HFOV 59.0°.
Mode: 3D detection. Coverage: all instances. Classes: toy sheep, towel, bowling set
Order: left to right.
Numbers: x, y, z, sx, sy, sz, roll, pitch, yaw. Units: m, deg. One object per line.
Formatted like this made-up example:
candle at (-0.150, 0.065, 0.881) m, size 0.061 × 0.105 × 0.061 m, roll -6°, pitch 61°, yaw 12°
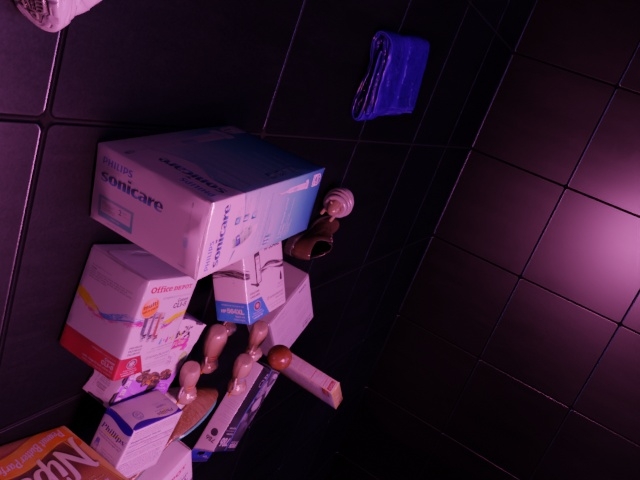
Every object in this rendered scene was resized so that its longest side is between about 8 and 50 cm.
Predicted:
bowling set at (-0.175, 0.265, 1.229) m, size 0.287 × 0.200 × 0.154 m, roll -59°, pitch 173°, yaw -47°
toy sheep at (0.050, -0.104, 1.553) m, size 0.132 × 0.091 × 0.091 m, roll -57°, pitch 163°, yaw -56°
towel at (0.202, -0.434, 1.513) m, size 0.308 × 0.076 × 0.227 m, roll -27°, pitch 140°, yaw -57°

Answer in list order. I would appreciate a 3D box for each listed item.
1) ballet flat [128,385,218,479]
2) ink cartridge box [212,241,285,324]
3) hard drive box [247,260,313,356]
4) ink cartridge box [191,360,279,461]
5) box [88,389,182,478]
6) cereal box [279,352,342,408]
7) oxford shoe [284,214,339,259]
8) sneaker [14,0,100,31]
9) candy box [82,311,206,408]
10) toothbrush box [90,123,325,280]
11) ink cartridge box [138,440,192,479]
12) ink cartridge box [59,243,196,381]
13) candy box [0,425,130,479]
ballet flat at (-0.356, 0.386, 1.178) m, size 0.342 × 0.116 × 0.124 m, roll -39°, pitch 117°, yaw -39°
ink cartridge box at (-0.149, 0.051, 1.171) m, size 0.148 × 0.086 × 0.203 m, roll -27°, pitch 118°, yaw -58°
hard drive box at (-0.109, 0.197, 1.535) m, size 0.181 × 0.089 × 0.232 m, roll -51°, pitch 157°, yaw -29°
ink cartridge box at (-0.247, 0.502, 1.624) m, size 0.332 × 0.065 × 0.165 m, roll -58°, pitch 159°, yaw -9°
box at (-0.340, 0.356, 1.024) m, size 0.137 × 0.072 × 0.126 m, roll -61°, pitch 158°, yaw 14°
cereal box at (-0.045, 0.417, 1.740) m, size 0.047 × 0.240 × 0.173 m, roll -53°, pitch 158°, yaw -23°
oxford shoe at (0.000, 0.000, 1.544) m, size 0.227 × 0.096 × 0.083 m, roll -40°, pitch 148°, yaw -49°
sneaker at (-0.261, -0.335, 0.558) m, size 0.115 × 0.090 × 0.232 m, roll -52°, pitch 167°, yaw -43°
candy box at (-0.326, 0.217, 1.074) m, size 0.196 × 0.070 × 0.165 m, roll -59°, pitch 159°, yaw -7°
toothbrush box at (-0.166, -0.078, 0.887) m, size 0.295 × 0.216 × 0.126 m, roll -28°, pitch 140°, yaw -58°
ink cartridge box at (-0.405, 0.595, 1.269) m, size 0.223 × 0.129 × 0.307 m, roll -42°, pitch 151°, yaw -43°
ink cartridge box at (-0.305, 0.107, 0.911) m, size 0.128 × 0.127 × 0.176 m, roll -4°, pitch 118°, yaw -66°
candy box at (-0.454, 0.394, 0.831) m, size 0.087 × 0.183 × 0.316 m, roll -64°, pitch 159°, yaw 6°
